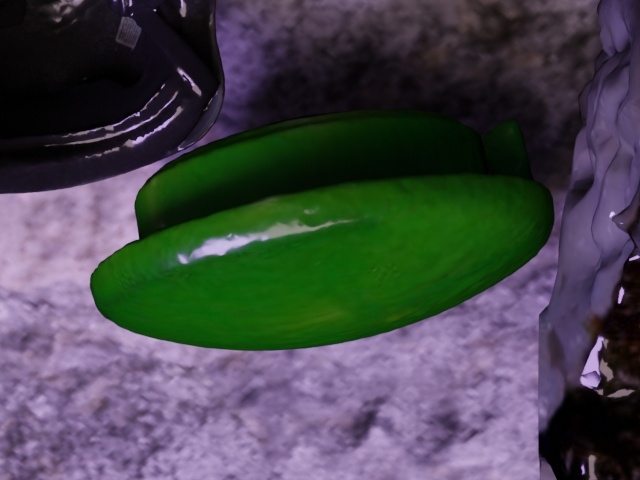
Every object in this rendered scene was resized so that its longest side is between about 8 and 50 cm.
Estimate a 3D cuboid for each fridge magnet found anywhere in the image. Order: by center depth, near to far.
[{"bbox_3d":[0.000,0.000,0.850,0.208,0.088,0.208,-11,169,-2],"label":"fridge magnet"}]

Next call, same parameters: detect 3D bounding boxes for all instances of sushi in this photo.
[{"bbox_3d":[0.193,0.046,0.821,0.207,0.234,0.349,6,131,2],"label":"sushi"}]

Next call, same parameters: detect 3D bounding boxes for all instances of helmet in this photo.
[{"bbox_3d":[-0.123,-0.112,0.810,0.153,0.107,0.177,-9,113,-21],"label":"helmet"}]
